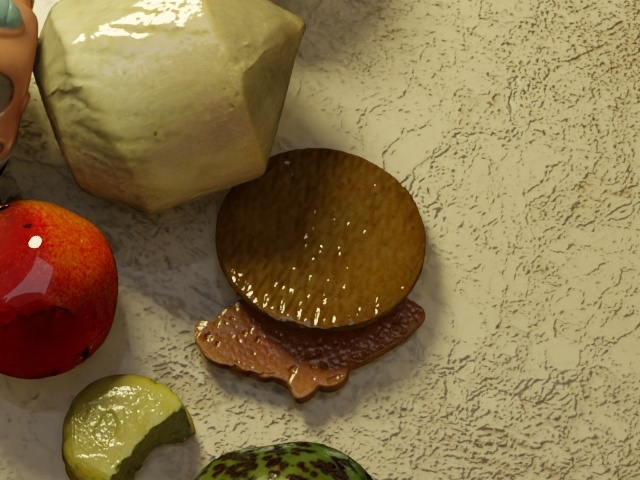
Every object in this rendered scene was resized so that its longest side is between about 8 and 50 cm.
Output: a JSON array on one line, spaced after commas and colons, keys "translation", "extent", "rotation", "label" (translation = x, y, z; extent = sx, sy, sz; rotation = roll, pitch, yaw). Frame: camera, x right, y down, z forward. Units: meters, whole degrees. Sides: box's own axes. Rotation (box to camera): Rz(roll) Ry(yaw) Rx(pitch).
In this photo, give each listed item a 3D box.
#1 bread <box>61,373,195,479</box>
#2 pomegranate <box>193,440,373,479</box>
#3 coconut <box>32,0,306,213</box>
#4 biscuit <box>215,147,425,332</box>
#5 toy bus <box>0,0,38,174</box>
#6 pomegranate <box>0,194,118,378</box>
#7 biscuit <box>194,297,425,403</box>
[{"translation": [-0.234, 0.217, 1.784], "extent": [0.125, 0.086, 0.156], "rotation": [42, 72, 15], "label": "bread"}, {"translation": [-0.045, 0.333, 1.674], "extent": [0.254, 0.270, 0.254], "rotation": [-3, 83, 22], "label": "pomegranate"}, {"translation": [-0.167, -0.195, 1.809], "extent": [0.329, 0.329, 0.328], "rotation": [1, 73, -4], "label": "coconut"}, {"translation": [0.000, 0.001, 1.867], "extent": [0.262, 0.037, 0.262], "rotation": [4, 58, -6], "label": "biscuit"}, {"translation": [-0.411, -0.221, 1.742], "extent": [0.194, 0.232, 0.287], "rotation": [21, 35, -28], "label": "toy bus"}, {"translation": [-0.331, 0.046, 1.770], "extent": [0.210, 0.210, 0.235], "rotation": [-8, 48, -7], "label": "pomegranate"}, {"translation": [-0.013, 0.104, 1.856], "extent": [0.280, 0.043, 0.183], "rotation": [-7, 72, -12], "label": "biscuit"}]
